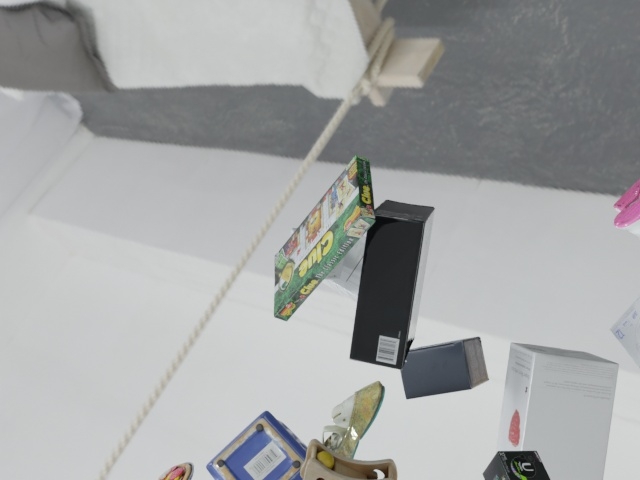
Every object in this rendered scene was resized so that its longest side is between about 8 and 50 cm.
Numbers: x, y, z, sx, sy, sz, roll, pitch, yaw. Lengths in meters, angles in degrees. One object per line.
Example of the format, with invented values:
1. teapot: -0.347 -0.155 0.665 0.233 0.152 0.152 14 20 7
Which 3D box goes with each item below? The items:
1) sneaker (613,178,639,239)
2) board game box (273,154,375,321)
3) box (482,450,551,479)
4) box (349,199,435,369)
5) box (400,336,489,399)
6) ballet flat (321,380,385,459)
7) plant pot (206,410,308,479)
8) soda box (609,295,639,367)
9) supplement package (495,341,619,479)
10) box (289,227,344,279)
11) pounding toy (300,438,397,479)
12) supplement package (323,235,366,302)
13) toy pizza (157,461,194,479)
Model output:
1. sneaker: 0.455 -0.034 1.057 0.111 0.252 0.103 41 120 7
2. board game box: 0.000 0.000 1.257 0.030 0.136 0.259 20 131 -24
3. box: 0.254 0.316 1.029 0.062 0.083 0.052 4 129 -20
4. box: 0.130 0.072 1.444 0.103 0.261 0.184 10 -168 14
5. box: 0.278 0.283 1.823 0.153 0.108 0.207 -14 172 22
6. ballet flat: 0.069 0.503 2.188 0.123 0.123 0.348 28 127 11
7. plant pot: -0.125 0.573 1.991 0.236 0.236 0.212 42 165 29
8. soda box: 0.595 0.096 1.328 0.091 0.098 0.286 58 153 27
9. supplement package: 0.475 0.372 1.662 0.176 0.292 0.177 8 179 -3
10. box: -0.011 0.030 1.837 0.102 0.087 0.101 0 -154 -26
11. pounding toy: 0.079 0.538 1.702 0.270 0.154 0.155 34 -159 -11
12. supplement package: 0.097 0.073 1.948 0.244 0.139 0.134 30 172 28
13. toy pizza: -0.401 0.630 2.045 0.032 0.201 0.201 50 153 -12
